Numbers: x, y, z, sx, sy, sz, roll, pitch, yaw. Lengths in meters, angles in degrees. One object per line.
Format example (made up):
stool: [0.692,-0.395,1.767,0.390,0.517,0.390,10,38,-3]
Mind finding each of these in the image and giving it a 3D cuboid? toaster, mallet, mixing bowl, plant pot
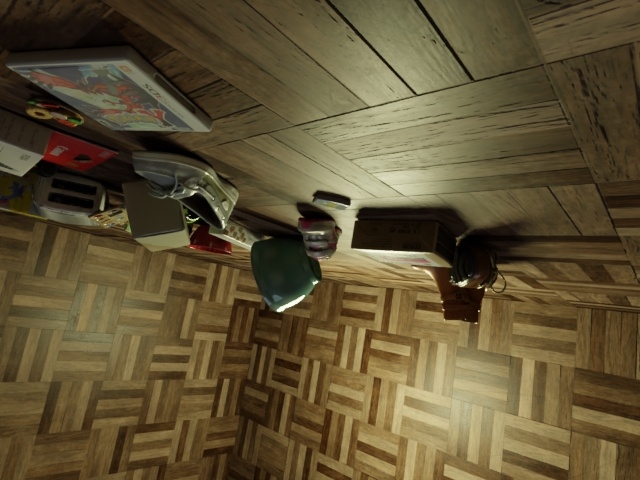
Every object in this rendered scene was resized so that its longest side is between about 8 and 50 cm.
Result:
toaster: [-0.714,-0.118,1.189,0.227,0.129,0.146,13,167,-25]
mallet: [-0.767,-0.208,1.017,0.190,0.039,0.062,23,166,-37]
mixing bowl: [-0.434,-0.009,1.625,0.182,0.098,0.181,9,171,1]
plant pot: [-0.113,0.109,1.578,0.196,0.293,0.293,-20,162,12]

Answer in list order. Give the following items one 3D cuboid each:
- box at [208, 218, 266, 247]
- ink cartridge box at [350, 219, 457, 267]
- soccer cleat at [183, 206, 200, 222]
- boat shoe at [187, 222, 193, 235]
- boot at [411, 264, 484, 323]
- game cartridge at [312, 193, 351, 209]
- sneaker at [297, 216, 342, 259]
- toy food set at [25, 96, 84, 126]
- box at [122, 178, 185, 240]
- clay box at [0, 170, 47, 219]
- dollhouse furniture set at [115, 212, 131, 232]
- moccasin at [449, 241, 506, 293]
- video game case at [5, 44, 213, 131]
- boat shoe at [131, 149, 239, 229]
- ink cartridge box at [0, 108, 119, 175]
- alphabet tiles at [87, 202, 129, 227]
box: [-0.307,-0.017,1.555,0.067,0.063,0.324,7,170,21]
ink cartridge box: [0.232,0.009,1.123,0.235,0.088,0.193,2,167,34]
soccer cleat: [-0.468,-0.088,1.312,0.072,0.060,0.179,-17,171,35]
boat shoe: [-0.590,-0.055,1.505,0.116,0.099,0.319,6,170,21]
boot: [0.451,0.177,1.473,0.284,0.220,0.109,11,170,-8]
game cartridge: [0.027,-0.091,0.961,0.083,0.017,0.056,12,166,-12]
sneaker: [0.000,0.000,1.218,0.103,0.111,0.252,6,169,22]
toy food set: [-0.446,-0.215,0.687,0.083,0.020,0.083,19,166,-42]
box: [-0.431,-0.062,1.104,0.121,0.148,0.311,-12,175,-16]
clay box: [-0.909,-0.150,1.190,0.222,0.127,0.053,17,168,-35]
dollhouse furniture set: [-0.749,-0.075,1.615,0.059,0.076,0.151,10,169,4]
moccasin: [0.465,0.088,1.208,0.147,0.139,0.380,0,166,15]
video game case: [-0.288,-0.206,0.582,0.201,0.023,0.183,6,170,19]
boat shoe: [-0.285,-0.108,0.897,0.118,0.103,0.320,7,170,15]
ink cartridge box: [-0.622,-0.188,0.881,0.261,0.066,0.296,20,166,-41]
alphabet tiles: [-0.577,-0.089,1.250,0.198,0.009,0.237,-24,-179,-17]
